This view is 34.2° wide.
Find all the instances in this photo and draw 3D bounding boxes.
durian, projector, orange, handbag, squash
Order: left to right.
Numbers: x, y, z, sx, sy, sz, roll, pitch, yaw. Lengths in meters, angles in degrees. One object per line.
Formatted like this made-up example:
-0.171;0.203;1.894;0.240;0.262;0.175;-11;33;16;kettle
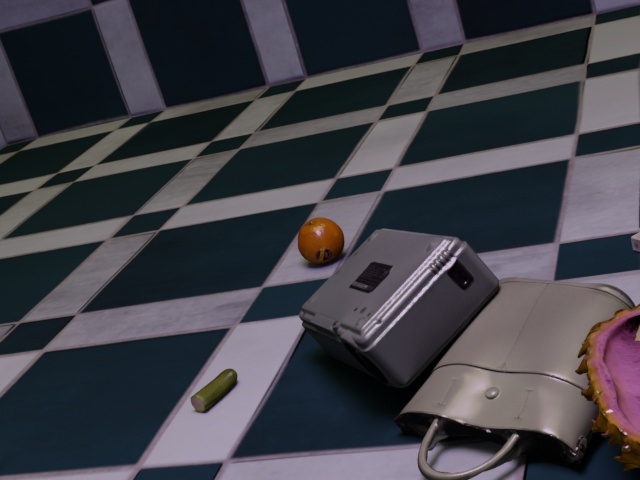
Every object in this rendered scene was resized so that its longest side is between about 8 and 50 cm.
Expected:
-0.143;0.204;1.439;0.027;0.027;0.083;0;26;39;squash
0.000;0.000;1.775;0.083;0.084;0.083;-15;21;6;orange
0.088;0.077;1.350;0.192;0.099;0.256;-47;17;-11;projector
0.221;0.177;1.186;0.241;0.109;0.315;1;41;43;handbag
0.349;0.167;1.005;0.191;0.112;0.341;-22;26;-5;durian

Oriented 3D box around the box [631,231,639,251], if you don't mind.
0.485;0.003;1.459;0.054;0.024;0.083;-27;24;-20;box
